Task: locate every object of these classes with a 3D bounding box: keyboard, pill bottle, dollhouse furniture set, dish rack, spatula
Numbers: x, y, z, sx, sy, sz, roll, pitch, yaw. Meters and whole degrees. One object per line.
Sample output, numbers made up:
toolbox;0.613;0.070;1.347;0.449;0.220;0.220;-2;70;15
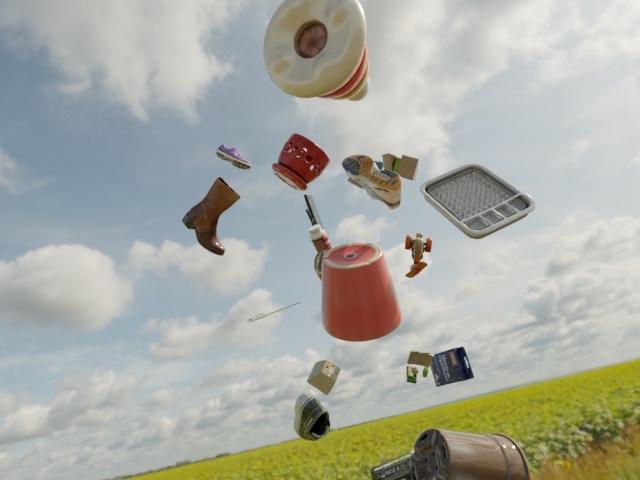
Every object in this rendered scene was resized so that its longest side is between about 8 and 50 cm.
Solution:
keyboard;-0.041;-0.136;2.844;0.033;0.316;0.201;-20;1;16
pill bottle;0.000;0.000;2.285;0.086;0.151;0.086;-24;19;9
dollhouse furniture set;0.318;0.398;1.505;0.076;0.058;0.151;10;-55;5
dish rack;0.550;-0.137;1.638;0.286;0.332;0.072;-25;-43;-14
spatula;-0.204;0.308;2.000;0.242;0.019;0.168;-20;-7;-14

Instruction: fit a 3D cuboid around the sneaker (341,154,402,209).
sneaker;0.176;-0.206;1.638;0.112;0.296;0.130;-29;-47;-15

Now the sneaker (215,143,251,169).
sneaker;-0.377;-0.375;2.033;0.170;0.071;0.068;29;-18;-3

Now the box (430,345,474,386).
box;0.548;0.537;1.952;0.037;0.136;0.225;-3;-22;-27

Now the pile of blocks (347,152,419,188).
pile of blocks;0.317;-0.343;2.266;0.363;0.148;0.113;-6;-1;24

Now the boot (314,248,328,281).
boot;0.061;0.201;1.656;0.089;0.236;0.269;-23;-56;12

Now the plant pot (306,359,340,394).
plant pot;0.024;0.573;1.963;0.109;0.109;0.096;35;-47;-3

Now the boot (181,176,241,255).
boot;-0.453;-0.105;2.074;0.280;0.264;0.096;-44;-14;13

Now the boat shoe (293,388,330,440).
boat shoe;-0.026;0.672;1.673;0.121;0.119;0.335;-31;-38;-20

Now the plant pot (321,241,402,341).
plant pot;0.117;0.152;1.490;0.275;0.243;0.275;-9;22;4

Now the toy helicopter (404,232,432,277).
toy helicopter;0.496;0.069;2.363;0.140;0.234;0.355;9;-9;12

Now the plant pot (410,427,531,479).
plant pot;0.273;0.440;0.872;0.165;0.166;0.167;19;-33;-17

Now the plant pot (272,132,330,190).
plant pot;-0.083;-0.304;1.833;0.174;0.191;0.191;-57;-23;-7

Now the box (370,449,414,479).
box;0.245;0.701;1.281;0.191;0.184;0.045;-11;-2;-24

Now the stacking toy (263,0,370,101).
stacking toy;0.060;-0.609;1.586;0.351;0.350;0.480;-24;-11;24
